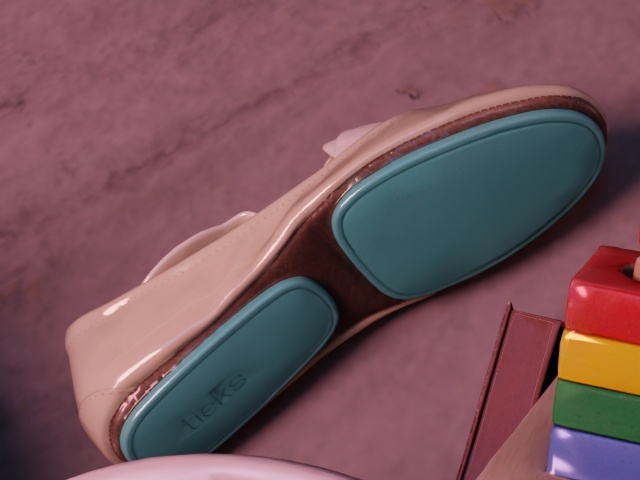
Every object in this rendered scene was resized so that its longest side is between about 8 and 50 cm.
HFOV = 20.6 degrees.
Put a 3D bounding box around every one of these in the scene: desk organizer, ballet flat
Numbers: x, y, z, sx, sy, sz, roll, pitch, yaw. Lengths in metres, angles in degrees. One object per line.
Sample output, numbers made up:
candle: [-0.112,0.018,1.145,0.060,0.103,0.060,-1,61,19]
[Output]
desk organizer: [0.081,0.096,0.678,0.050,0.047,0.130,12,70,17]
ballet flat: [0.000,0.000,0.731,0.248,0.086,0.086,-33,62,-1]

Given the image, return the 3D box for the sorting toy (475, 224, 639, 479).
sorting toy: [0.201,0.048,0.549,0.255,0.257,0.089,11,107,19]

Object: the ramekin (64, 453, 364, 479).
ramekin: [-0.025,0.205,0.578,0.272,0.127,0.273,-1,83,11]
